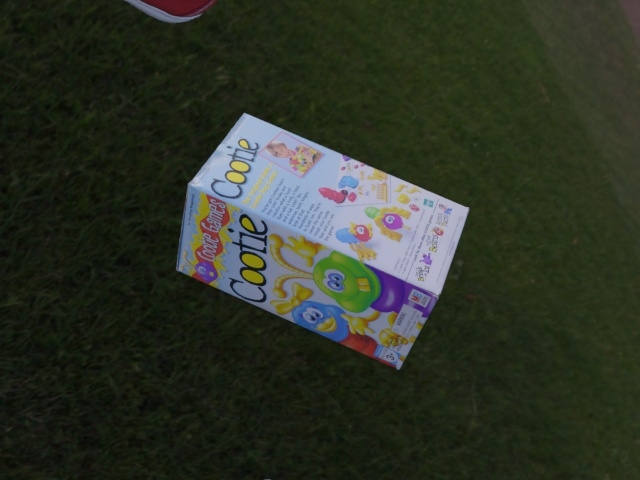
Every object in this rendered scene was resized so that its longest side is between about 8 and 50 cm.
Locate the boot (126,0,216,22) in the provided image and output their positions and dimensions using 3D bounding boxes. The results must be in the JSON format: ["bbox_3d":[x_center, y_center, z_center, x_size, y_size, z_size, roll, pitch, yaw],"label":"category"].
[{"bbox_3d":[-0.161,-0.239,0.560,0.244,0.176,0.088,17,85,-28],"label":"boot"}]

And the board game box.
[{"bbox_3d":[0.000,0.000,0.884,0.275,0.142,0.144,24,46,5],"label":"board game box"}]

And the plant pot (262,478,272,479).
[{"bbox_3d":[-0.114,0.611,1.506,0.248,0.247,0.252,-20,108,-10],"label":"plant pot"}]
